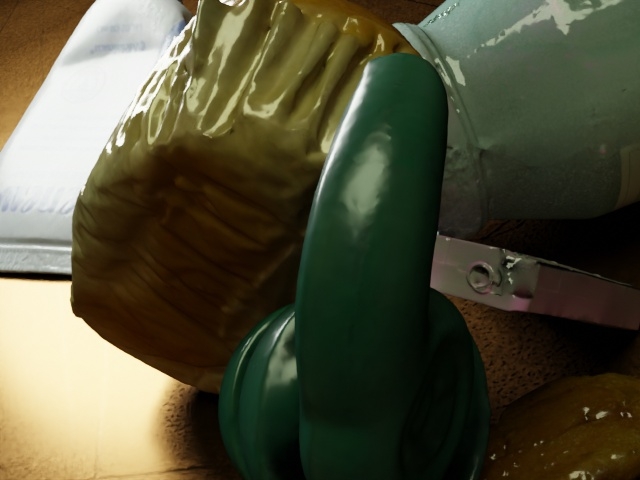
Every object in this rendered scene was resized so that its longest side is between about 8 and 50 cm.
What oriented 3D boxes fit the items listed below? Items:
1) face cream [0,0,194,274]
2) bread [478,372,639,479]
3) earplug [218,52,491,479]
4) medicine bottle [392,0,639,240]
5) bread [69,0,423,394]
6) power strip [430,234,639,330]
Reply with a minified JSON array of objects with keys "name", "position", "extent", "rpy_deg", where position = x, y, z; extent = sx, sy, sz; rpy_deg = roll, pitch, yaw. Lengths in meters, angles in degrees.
[{"name":"face cream","position":[-0.251,-0.131,1.217],"extent":[0.234,0.137,0.420],"rpy_deg":[3,55,22]},{"name":"bread","position":[0.125,0.169,0.704],"extent":[0.344,0.084,0.124],"rpy_deg":[-26,28,-12]},{"name":"earplug","position":[0.010,0.061,0.610],"extent":[0.164,0.257,0.280],"rpy_deg":[-33,5,-30]},{"name":"medicine bottle","position":[0.195,-0.134,0.910],"extent":[0.290,0.245,0.245],"rpy_deg":[-19,39,-3]},{"name":"bread","position":[-0.053,-0.024,0.809],"extent":[0.388,0.236,0.183],"rpy_deg":[-44,16,54]},{"name":"power strip","position":[0.145,0.031,0.760],"extent":[0.109,0.279,0.038],"rpy_deg":[13,90,33]}]
